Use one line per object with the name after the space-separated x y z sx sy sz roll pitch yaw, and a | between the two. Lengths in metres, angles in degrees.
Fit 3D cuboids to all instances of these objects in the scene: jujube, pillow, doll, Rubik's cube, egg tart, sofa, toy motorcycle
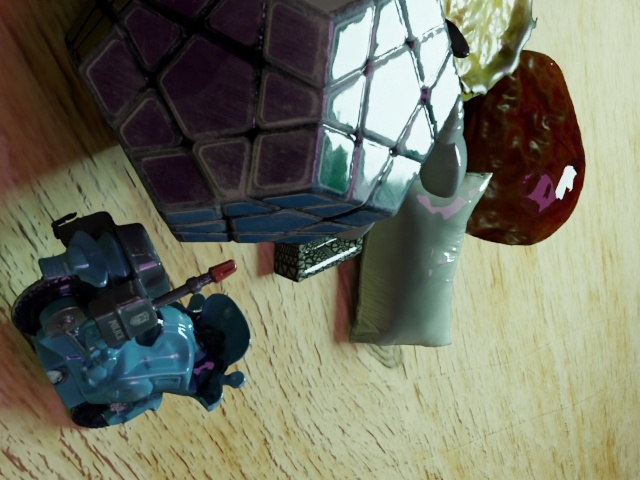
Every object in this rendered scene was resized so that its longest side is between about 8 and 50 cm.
0.252 -0.122 1.310 0.190 0.190 0.255 13 82 -55 | jujube
0.121 0.020 1.241 0.144 0.078 0.254 5 112 -9 | pillow
0.058 -0.096 1.012 0.195 0.153 0.258 -24 160 -8 | doll
-0.046 -0.141 0.811 0.319 0.319 0.264 12 71 -55 | Rubik's cube
0.139 -0.277 1.118 0.345 0.132 0.345 -24 122 -45 | egg tart
0.000 0.000 1.139 0.118 0.039 0.060 -24 124 -46 | sofa
-0.156 0.078 0.872 0.182 0.123 0.272 -24 148 -12 | toy motorcycle
